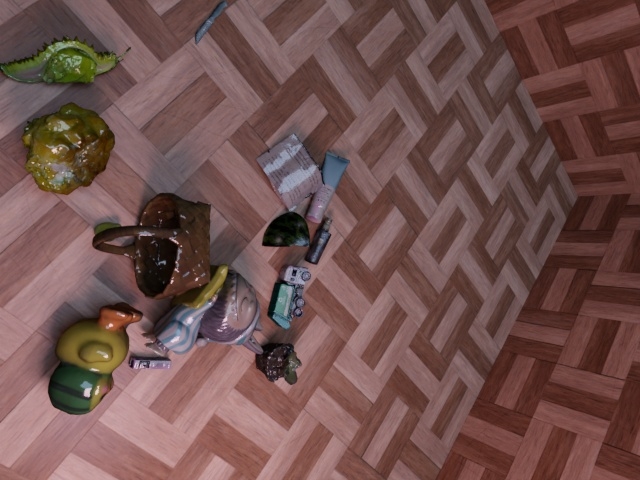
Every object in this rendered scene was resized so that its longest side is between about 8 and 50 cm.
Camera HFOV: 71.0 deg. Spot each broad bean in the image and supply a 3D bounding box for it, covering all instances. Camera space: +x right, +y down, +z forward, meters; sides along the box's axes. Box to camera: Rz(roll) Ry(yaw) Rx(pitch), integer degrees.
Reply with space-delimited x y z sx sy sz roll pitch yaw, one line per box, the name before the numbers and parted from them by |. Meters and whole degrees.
broad bean | -0.677 -0.028 1.434 0.083 0.045 0.063 -13 97 -26

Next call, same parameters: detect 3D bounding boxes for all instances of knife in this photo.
knife | -0.400 -0.794 1.626 0.028 0.015 0.210 42 69 -34

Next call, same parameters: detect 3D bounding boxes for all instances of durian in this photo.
durian | -0.744 -0.533 1.339 0.375 0.106 0.132 -20 108 -29

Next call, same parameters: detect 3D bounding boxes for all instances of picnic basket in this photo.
picnic basket | -0.524 0.009 1.373 0.337 0.293 0.337 19 64 -46

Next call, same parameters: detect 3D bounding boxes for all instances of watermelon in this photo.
watermelon | -0.143 -0.027 1.769 0.145 0.193 0.137 0 135 -33

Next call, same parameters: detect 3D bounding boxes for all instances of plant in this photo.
plant | -0.157 0.465 1.713 0.131 0.203 0.142 -9 91 -42

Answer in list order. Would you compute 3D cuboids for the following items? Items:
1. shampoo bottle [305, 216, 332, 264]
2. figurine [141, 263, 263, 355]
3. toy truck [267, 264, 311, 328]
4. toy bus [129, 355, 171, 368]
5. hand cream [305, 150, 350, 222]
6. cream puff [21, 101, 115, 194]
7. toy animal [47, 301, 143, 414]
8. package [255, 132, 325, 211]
shampoo bottle | -0.001 -0.001 1.898 0.057 0.063 0.208 28 77 -21
figurine | -0.337 0.309 1.546 0.378 0.266 0.361 46 77 -21
toy truck | -0.126 0.222 1.787 0.124 0.114 0.253 15 82 -23
toy bus | -0.571 0.414 1.511 0.130 0.052 0.037 12 85 -35
hand cream | 0.021 -0.228 1.906 0.111 0.070 0.312 23 73 -2
cream puff | -0.732 -0.268 1.274 0.185 0.282 0.282 38 68 -1
toy animal | -0.691 0.345 1.350 0.191 0.216 0.338 22 81 -6
package | -0.109 -0.272 1.796 0.204 0.062 0.251 -39 109 -18
